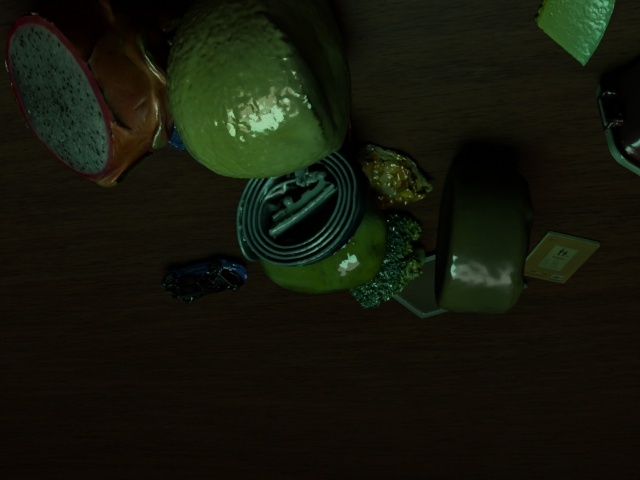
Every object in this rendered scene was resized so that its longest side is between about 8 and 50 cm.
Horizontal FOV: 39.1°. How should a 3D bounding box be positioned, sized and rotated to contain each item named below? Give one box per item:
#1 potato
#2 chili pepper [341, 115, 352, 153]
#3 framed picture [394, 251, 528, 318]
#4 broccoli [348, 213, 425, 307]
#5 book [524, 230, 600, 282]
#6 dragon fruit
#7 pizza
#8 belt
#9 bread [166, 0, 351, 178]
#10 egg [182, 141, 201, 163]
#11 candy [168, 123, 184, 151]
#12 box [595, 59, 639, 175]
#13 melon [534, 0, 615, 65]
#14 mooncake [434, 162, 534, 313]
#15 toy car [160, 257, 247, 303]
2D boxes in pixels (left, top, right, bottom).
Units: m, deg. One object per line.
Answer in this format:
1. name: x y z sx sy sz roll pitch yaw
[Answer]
1. potato: -0.002 0.002 1.777 0.216 0.215 0.304 33 165 -35
2. chili pepper: 0.029 -0.183 1.664 0.059 0.050 0.268 46 152 23
3. framed picture: 0.291 0.090 2.061 0.293 0.018 0.231 -20 138 34
4. broccoli: 0.148 0.035 1.916 0.194 0.194 0.219 17 122 -16
5. book: 0.511 0.039 1.951 0.118 0.012 0.172 12 147 -9
6. dragon fruit: -0.328 -0.261 1.439 0.305 0.226 0.305 30 139 30
7. pizza: 0.138 -0.107 1.747 0.161 0.062 0.182 5 146 -1
8. belt: -0.039 -0.057 1.615 0.267 0.206 0.116 -49 168 13
9. bread: -0.089 -0.245 1.360 0.237 0.320 0.320 -1 146 16
10. egg: -0.162 -0.194 1.574 0.149 0.149 0.192 -14 170 27
11. candy: -0.262 -0.224 1.658 0.088 0.038 0.136 34 132 -16
12. box: 0.604 -0.186 1.445 0.294 0.193 0.167 24 134 -25
13. melon: 0.381 -0.379 1.323 0.114 0.053 0.261 17 146 16
14. mooncake: 0.301 -0.003 1.673 0.156 0.284 0.284 4 147 3
15. toy car: -0.271 0.086 2.106 0.216 0.063 0.103 -16 142 21
